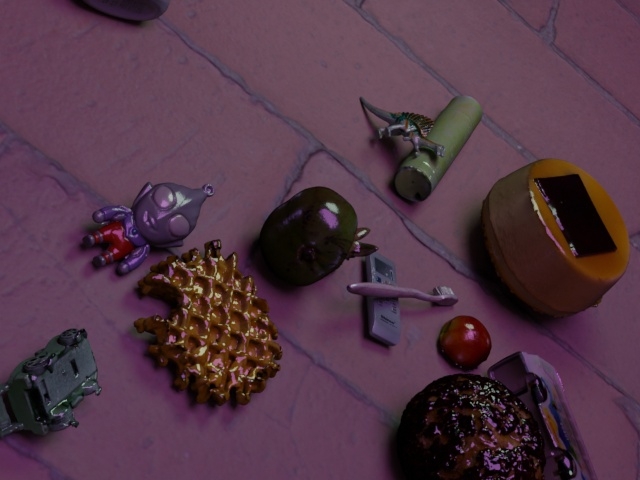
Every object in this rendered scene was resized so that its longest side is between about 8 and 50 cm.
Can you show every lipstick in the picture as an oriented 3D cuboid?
[{"bbox_3d":[0.217,-0.169,2.215,0.076,0.076,0.304,46,40,-6],"label":"lipstick"}]

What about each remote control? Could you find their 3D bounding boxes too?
[{"bbox_3d":[0.096,0.091,1.946,0.061,0.029,0.162,32,39,-33],"label":"remote control"}]

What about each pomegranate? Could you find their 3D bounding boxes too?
[{"bbox_3d":[0.000,0.000,1.850,0.191,0.152,0.131,23,38,-57],"label":"pomegranate"}]

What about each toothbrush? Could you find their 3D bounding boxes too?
[{"bbox_3d":[0.133,0.081,1.952,0.307,0.025,0.029,9,48,-52],"label":"toothbrush"}]

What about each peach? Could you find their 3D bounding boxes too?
[{"bbox_3d":[0.245,0.164,2.002,0.098,0.061,0.098,26,39,-24],"label":"peach"}]

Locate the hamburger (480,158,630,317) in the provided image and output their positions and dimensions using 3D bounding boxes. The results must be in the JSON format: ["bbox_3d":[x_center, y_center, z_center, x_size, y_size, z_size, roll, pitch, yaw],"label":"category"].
[{"bbox_3d":[0.415,0.000,2.190,0.300,0.176,0.300,23,49,-29],"label":"hamburger"}]

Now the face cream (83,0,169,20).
[{"bbox_3d":[-0.334,-0.509,1.960,0.163,0.080,0.336,11,54,-36],"label":"face cream"}]

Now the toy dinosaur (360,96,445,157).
[{"bbox_3d":[0.150,-0.205,2.155,0.106,0.044,0.187,-9,38,-17],"label":"toy dinosaur"}]

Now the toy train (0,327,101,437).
[{"bbox_3d":[-0.328,0.171,1.464,0.149,0.081,0.099,-55,134,-59],"label":"toy train"}]

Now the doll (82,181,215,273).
[{"bbox_3d":[-0.232,-0.029,1.706,0.227,0.075,0.102,-29,99,-38],"label":"doll"}]

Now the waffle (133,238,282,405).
[{"bbox_3d":[-0.149,0.117,1.690,0.231,0.051,0.229,53,38,2],"label":"waffle"}]

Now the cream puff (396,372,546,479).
[{"bbox_3d":[0.233,0.307,1.806,0.239,0.165,0.239,22,47,-26],"label":"cream puff"}]

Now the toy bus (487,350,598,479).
[{"bbox_3d":[0.365,0.319,1.976,0.112,0.090,0.274,11,54,-45],"label":"toy bus"}]
